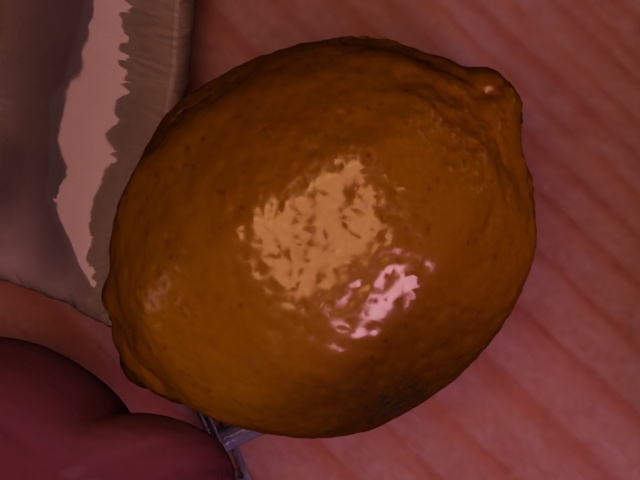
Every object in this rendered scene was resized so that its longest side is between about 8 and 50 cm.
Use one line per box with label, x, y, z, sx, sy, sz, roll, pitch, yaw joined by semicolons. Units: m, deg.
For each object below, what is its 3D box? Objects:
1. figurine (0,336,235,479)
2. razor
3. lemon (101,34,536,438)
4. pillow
figurine;-0.205;0.164;0.994;0.261;0.269;0.211;-33;64;-30
razor;-0.002;0.091;1.068;0.135;0.040;0.068;-24;87;2
lemon;0.000;0.000;0.978;0.260;0.204;0.204;-34;85;10
pillow;-0.146;-0.083;1.067;0.144;0.078;0.254;12;92;19
